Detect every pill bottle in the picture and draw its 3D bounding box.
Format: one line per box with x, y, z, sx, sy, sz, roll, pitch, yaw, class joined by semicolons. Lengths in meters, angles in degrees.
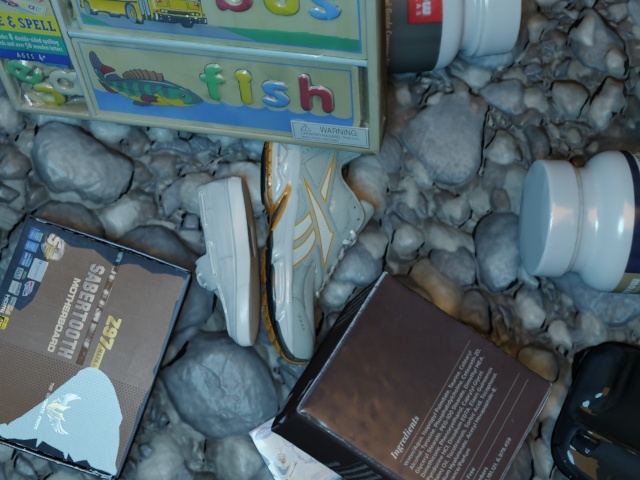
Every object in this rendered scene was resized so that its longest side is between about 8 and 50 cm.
0.061;-0.257;1.225;0.283;0.161;0.161;-5;82;-5;pill bottle
0.355;-0.018;1.219;0.264;0.153;0.153;3;81;-3;pill bottle

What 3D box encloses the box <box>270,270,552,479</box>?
0.086;0.167;1.145;0.203;0.168;0.167;34;72;-2;box

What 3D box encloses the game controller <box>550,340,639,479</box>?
0.411;0.237;1.239;0.319;0.067;0.166;27;66;-1;game controller

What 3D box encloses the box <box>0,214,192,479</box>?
-0.256;0.112;1.194;0.183;0.059;0.233;20;80;-3;box

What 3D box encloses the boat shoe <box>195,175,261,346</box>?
-0.102;0.023;1.221;0.063;0.066;0.184;-8;84;8;boat shoe

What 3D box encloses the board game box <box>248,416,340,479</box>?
-0.016;0.220;1.217;0.090;0.020;0.090;-29;84;-8;board game box

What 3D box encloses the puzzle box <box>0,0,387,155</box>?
-0.137;-0.209;1.108;0.408;0.272;0.052;7;55;10;puzzle box

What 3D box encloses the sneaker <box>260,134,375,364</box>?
0.000;0.000;1.212;0.121;0.099;0.263;2;79;-9;sneaker
